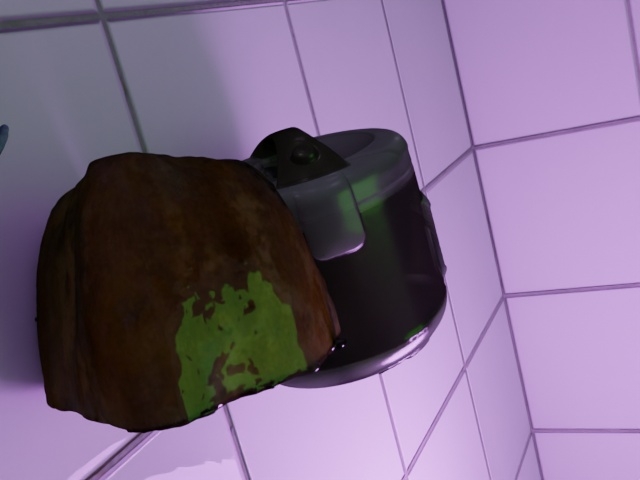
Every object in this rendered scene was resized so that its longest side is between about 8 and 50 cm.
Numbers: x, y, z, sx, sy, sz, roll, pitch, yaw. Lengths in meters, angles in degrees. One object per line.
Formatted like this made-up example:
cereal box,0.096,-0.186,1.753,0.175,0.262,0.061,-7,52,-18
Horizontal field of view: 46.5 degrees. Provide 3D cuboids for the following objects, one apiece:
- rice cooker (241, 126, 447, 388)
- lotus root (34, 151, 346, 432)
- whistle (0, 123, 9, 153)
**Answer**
rice cooker,0.000,0.000,1.043,0.335,0.335,0.325,-45,121,-56
lotus root,-0.144,0.040,0.787,0.316,0.316,0.250,-9,86,-62
whistle,-0.368,-0.090,0.616,0.180,0.093,0.269,32,50,-24
